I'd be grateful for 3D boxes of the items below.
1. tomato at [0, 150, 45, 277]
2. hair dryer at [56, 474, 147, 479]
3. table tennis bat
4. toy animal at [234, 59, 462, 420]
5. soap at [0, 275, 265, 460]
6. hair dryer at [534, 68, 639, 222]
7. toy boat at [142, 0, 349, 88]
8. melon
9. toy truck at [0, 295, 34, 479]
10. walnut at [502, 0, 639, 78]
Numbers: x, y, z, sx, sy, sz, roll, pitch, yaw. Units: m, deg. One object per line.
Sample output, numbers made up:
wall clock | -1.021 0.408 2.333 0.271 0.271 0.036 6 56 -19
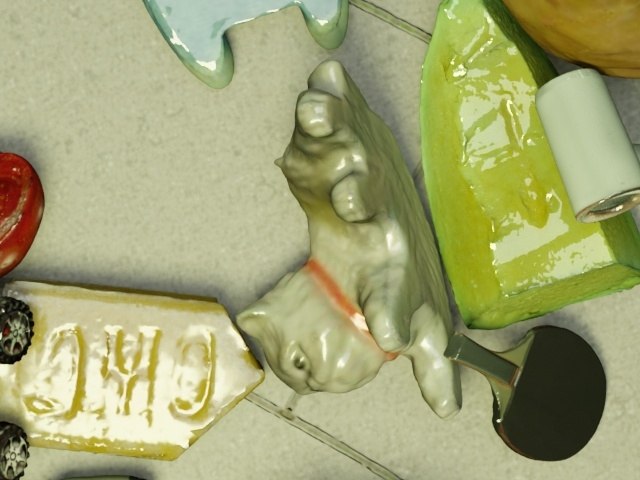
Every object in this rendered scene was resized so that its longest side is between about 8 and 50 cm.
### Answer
tomato | -0.331 -0.015 1.640 0.159 0.091 0.139 2 60 19
hair dryer | -0.266 0.331 1.652 0.218 0.088 0.225 3 103 4
table tennis bat | 0.200 0.137 1.642 0.220 0.019 0.130 28 80 -37
toy animal | 0.000 0.000 1.605 0.188 0.308 0.266 -10 54 28
soap | -0.182 0.126 1.648 0.257 0.080 0.160 5 92 -2
hair dryer | 0.300 -0.087 1.630 0.073 0.236 0.131 -30 71 35
toy boat | -0.093 -0.324 1.673 0.215 0.123 0.330 -21 100 4
melon | 0.189 -0.088 1.658 0.196 0.124 0.324 -17 85 -6
toy truck | -0.343 0.154 1.560 0.136 0.111 0.286 5 101 28
walnut | 0.323 -0.340 1.581 0.397 0.308 0.354 -30 91 -2
